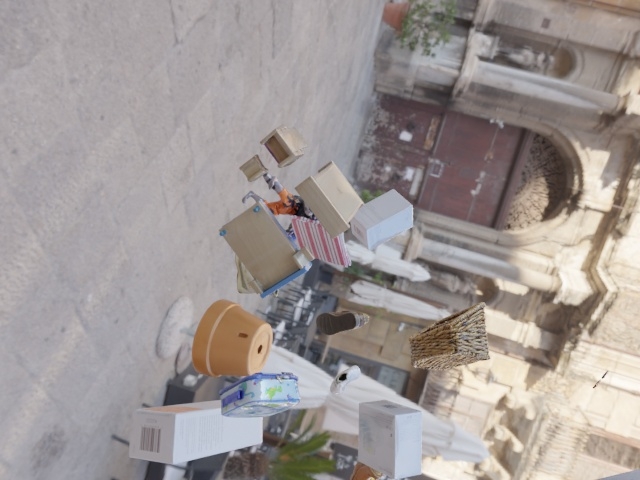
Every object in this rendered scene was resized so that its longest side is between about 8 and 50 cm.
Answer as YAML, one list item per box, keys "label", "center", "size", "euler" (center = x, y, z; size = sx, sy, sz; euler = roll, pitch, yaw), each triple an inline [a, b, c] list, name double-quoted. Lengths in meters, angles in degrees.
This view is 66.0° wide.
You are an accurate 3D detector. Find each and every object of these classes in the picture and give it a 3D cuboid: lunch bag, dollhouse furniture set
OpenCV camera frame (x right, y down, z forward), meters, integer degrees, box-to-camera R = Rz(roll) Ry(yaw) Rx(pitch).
- label: "lunch bag"
  center: [-0.172, 0.431, 1.367]
  size: [0.219, 0.176, 0.090]
  euler: [-40, -130, 44]
- label: "dollhouse furniture set"
  center: [-0.099, -0.070, 1.159]
  size: [0.303, 0.286, 0.198]
  euler: [-34, -173, 22]

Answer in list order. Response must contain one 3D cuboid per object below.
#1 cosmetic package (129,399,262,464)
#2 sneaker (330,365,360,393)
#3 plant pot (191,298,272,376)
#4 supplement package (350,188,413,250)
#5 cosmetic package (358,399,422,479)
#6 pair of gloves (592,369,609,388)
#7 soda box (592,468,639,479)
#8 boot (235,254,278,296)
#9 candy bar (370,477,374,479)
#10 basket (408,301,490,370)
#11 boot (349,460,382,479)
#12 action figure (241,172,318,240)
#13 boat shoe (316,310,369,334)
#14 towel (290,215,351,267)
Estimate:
- label: "cosmetic package"
  center: [-0.439, 0.690, 1.815]
  size: [0.453, 0.230, 0.161]
  euler: [21, 66, -56]
- label: "sneaker"
  center: [0.068, 0.466, 1.643]
  size: [0.061, 0.053, 0.152]
  euler: [0, 139, -42]
- label: "plant pot"
  center: [-0.312, 0.383, 1.838]
  size: [0.291, 0.203, 0.291]
  euler: [12, 90, -71]
- label: "supplement package"
  center: [0.198, -0.068, 1.600]
  size: [0.179, 0.105, 0.105]
  euler: [-28, 138, -14]
- label: "cosmetic package"
  center: [0.257, 0.739, 1.851]
  size: [0.224, 0.138, 0.224]
  euler: [-10, -102, 58]
- label: "pair of gloves"
  center: [1.059, 0.524, 1.858]
  size: [0.074, 0.010, 0.083]
  euler: [1, 122, -49]
- label: "soda box"
  center: [0.639, 0.540, 1.006]
  size: [0.098, 0.286, 0.091]
  euler: [-106, -176, -55]
- label: "boot"
  center: [-0.227, 0.099, 1.815]
  size: [0.077, 0.165, 0.213]
  euler: [-24, 116, -66]
- label: "candy bar"
  center: [0.217, 0.764, 1.469]
  size: [0.040, 0.161, 0.018]
  euler: [-63, 166, -20]
- label: "basket"
  center: [0.473, 0.362, 1.896]
  size: [0.299, 0.213, 0.223]
  euler: [136, -39, -58]
- label: "boot"
  center: [0.189, 1.029, 2.122]
  size: [0.152, 0.073, 0.197]
  euler: [-58, -173, -8]
- label: "action figure"
  center: [-0.073, -0.150, 1.837]
  size: [0.341, 0.330, 0.178]
  euler: [-33, -136, 39]
- label: "boat shoe"
  center: [0.106, 0.397, 2.385]
  size: [0.307, 0.104, 0.110]
  euler: [-10, -96, 49]
- label: "towel"
  center: [0.000, 0.000, 1.488]
  size: [0.029, 0.197, 0.144]
  euler: [-42, 132, -35]
